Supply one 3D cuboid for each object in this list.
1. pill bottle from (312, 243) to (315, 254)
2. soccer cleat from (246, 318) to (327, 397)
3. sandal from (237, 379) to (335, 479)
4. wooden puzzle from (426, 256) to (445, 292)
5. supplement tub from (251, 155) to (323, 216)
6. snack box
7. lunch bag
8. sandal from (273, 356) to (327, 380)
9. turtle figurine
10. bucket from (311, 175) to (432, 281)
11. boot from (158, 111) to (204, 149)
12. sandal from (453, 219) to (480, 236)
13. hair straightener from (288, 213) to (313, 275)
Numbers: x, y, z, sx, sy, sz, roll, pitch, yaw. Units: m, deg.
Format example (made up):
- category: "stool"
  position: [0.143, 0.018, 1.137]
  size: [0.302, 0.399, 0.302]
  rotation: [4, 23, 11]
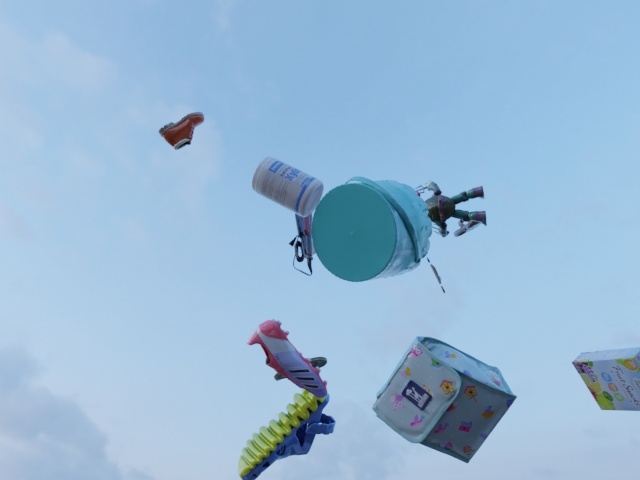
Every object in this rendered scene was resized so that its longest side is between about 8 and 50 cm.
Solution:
- category: "pill bottle"
  position: [0.000, 0.000, 1.971]
  size: [0.087, 0.160, 0.087]
  rotation: [20, -53, 30]
- category: "soccer cleat"
  position: [-0.078, 0.305, 1.066]
  size: [0.248, 0.095, 0.083]
  rotation: [54, -21, -10]
- category: "sandal"
  position: [-0.076, 0.524, 1.146]
  size: [0.317, 0.126, 0.138]
  rotation: [-39, -76, -11]
- category: "wooden puzzle"
  position: [0.361, 0.105, 1.341]
  size: [0.014, 0.116, 0.078]
  rotation: [-27, -6, 11]
- category: "supplement tub"
  position: [-0.055, -0.091, 0.737]
  size: [0.107, 0.071, 0.071]
  rotation: [28, -37, 13]
- category: "snack box"
  position: [0.912, 0.423, 1.310]
  size: [0.070, 0.175, 0.207]
  rotation: [-26, -8, -29]
- category: "lunch bag"
  position: [0.282, 0.368, 1.026]
  size: [0.262, 0.160, 0.223]
  rotation: [26, -74, -10]
- category: "sandal"
  position: [-0.058, 0.413, 1.350]
  size: [0.180, 0.049, 0.072]
  rotation: [-10, -36, -29]
- category: "turtle figurine"
  position: [0.361, -0.090, 1.271]
  size: [0.234, 0.118, 0.175]
  rotation: [-5, -80, 23]
- category: "bucket"
  position: [0.124, -0.027, 1.096]
  size: [0.281, 0.281, 0.183]
  rotation: [-32, -13, 33]
- category: "boot"
  position: [-0.418, -0.344, 1.362]
  size: [0.085, 0.158, 0.059]
  rotation: [49, -27, 2]
- category: "sandal"
  position: [0.568, -0.066, 1.675]
  size: [0.090, 0.060, 0.219]
  rotation: [-27, -11, 1]
- category: "hair straightener"
  position: [-0.057, 0.010, 1.375]
  size: [0.089, 0.231, 0.047]
  rotation: [-29, -33, 34]
